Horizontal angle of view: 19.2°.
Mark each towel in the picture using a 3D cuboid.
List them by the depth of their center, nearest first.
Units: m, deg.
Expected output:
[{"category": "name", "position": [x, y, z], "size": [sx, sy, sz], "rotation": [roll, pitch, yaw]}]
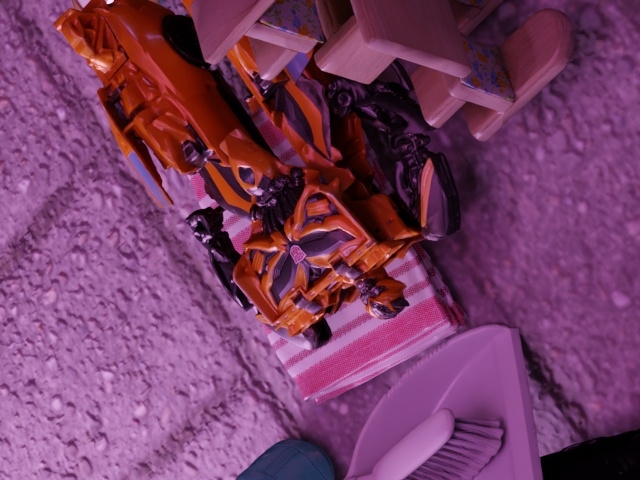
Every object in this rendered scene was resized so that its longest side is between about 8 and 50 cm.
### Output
[{"category": "towel", "position": [0.000, 0.000, 1.275], "size": [0.144, 0.029, 0.197], "rotation": [-31, 84, 36]}]

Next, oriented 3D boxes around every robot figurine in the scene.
[{"category": "robot figurine", "position": [-0.042, -0.067, 1.215], "size": [0.211, 0.085, 0.291], "rotation": [-43, 77, 36]}]

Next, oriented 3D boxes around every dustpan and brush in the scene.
[{"category": "dustpan and brush", "position": [0.046, 0.154, 1.224], "size": [0.211, 0.060, 0.147], "rotation": [-42, 38, 37]}]

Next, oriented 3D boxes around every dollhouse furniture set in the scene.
[{"category": "dollhouse furniture set", "position": [0.041, -0.210, 1.093], "size": [0.161, 0.212, 0.242], "rotation": [-43, 48, 36]}]

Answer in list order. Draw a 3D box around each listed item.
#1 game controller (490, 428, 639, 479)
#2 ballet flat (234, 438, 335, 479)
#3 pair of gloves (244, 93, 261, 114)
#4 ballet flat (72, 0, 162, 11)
[{"category": "game controller", "position": [0.244, 0.182, 1.126], "size": [0.319, 0.067, 0.166], "rotation": [-22, 88, 38]}, {"category": "ballet flat", "position": [-0.047, 0.260, 1.338], "size": [0.083, 0.087, 0.247], "rotation": [19, 112, 30]}, {"category": "pair of gloves", "position": [-0.015, -0.075, 1.284], "size": [0.083, 0.010, 0.074], "rotation": [-23, 87, 38]}, {"category": "ballet flat", "position": [-0.140, -0.225, 1.298], "size": [0.080, 0.073, 0.232], "rotation": [31, 118, 26]}]
